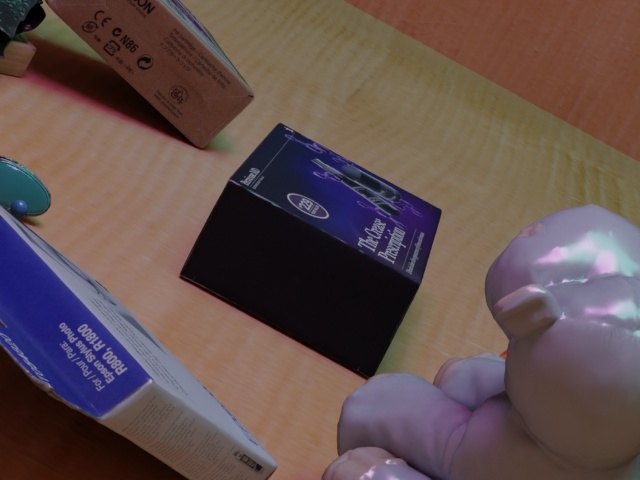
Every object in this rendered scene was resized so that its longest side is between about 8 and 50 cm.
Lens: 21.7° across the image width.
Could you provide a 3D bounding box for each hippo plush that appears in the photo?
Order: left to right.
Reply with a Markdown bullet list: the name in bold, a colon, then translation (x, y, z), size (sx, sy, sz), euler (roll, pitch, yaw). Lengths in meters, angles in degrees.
- **hippo plush**: translation (0.121, 0.108, 1.021), size (0.234, 0.237, 0.294), euler (7, 36, -1)

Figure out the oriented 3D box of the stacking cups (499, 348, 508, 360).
- **stacking cups**: translation (0.159, 0.130, 1.354), size (0.096, 0.096, 0.316), euler (31, 17, 9)

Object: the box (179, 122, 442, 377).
- **box**: translation (0.000, 0.000, 1.485), size (0.184, 0.103, 0.261), euler (26, 16, 0)

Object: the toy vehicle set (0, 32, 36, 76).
- **toy vehicle set**: translation (-0.416, -0.240, 1.590), size (0.266, 0.035, 0.166), euler (9, 34, -50)

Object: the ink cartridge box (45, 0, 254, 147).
- **ink cartridge box**: translation (-0.193, -0.230, 1.748), size (0.234, 0.088, 0.193), euler (43, 8, -32)

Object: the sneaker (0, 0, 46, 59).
- **sneaker**: translation (-0.306, -0.236, 1.633), size (0.089, 0.051, 0.170), euler (36, 26, -1)

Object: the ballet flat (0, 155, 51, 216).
- **ballet flat**: translation (-0.267, -0.053, 1.318), size (0.114, 0.041, 0.041), euler (24, 17, -18)

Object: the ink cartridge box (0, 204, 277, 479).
- **ink cartridge box**: translation (-0.150, 0.055, 1.034), size (0.223, 0.045, 0.224), euler (41, -1, 36)

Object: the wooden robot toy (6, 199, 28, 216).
- **wooden robot toy**: translation (-0.260, -0.013, 1.205), size (0.173, 0.076, 0.079), euler (40, -15, 34)
